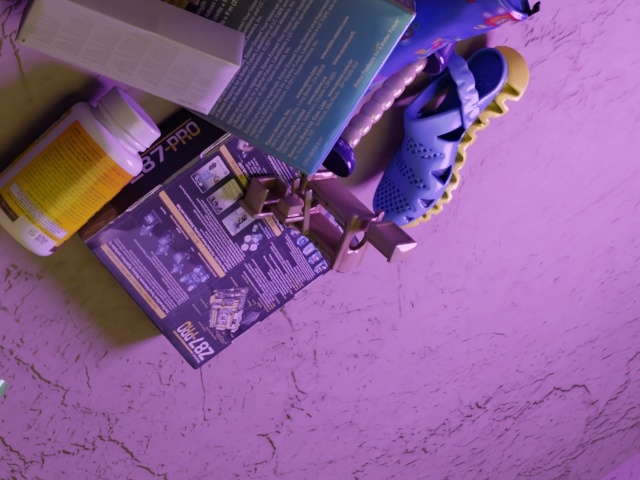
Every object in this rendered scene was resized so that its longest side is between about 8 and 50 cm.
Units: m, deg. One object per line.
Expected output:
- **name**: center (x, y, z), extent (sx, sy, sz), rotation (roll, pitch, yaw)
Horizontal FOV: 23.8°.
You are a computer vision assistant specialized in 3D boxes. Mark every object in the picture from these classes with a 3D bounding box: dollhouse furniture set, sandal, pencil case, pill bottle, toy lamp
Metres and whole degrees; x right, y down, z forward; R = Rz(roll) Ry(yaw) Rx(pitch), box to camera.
- **dollhouse furniture set**: center (0.000, 0.000, 2.026), extent (0.161, 0.182, 0.101), rotation (-8, 130, -42)
- **sandal**: center (0.163, -0.163, 2.220), extent (0.138, 0.126, 0.317), rotation (18, 108, -46)
- **pencil case**: center (0.125, -0.282, 1.944), extent (0.306, 0.119, 0.133), rotation (-24, 174, 31)
- **pill bottle**: center (-0.303, -0.089, 1.876), extent (0.215, 0.117, 0.117), rotation (-42, 144, 5)
- **toy lamp**: center (0.094, -0.208, 2.085), extent (0.274, 0.080, 0.080), rotation (-48, 148, -21)

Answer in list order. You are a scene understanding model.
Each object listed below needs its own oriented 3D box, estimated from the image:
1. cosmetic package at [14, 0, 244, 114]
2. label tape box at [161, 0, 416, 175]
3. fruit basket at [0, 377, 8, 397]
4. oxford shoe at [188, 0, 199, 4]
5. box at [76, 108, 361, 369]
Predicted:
- **cosmetic package**: center (-0.215, -0.231, 1.725), extent (0.239, 0.060, 0.099), rotation (20, 139, -19)
- **label tape box**: center (-0.095, -0.271, 1.834), extent (0.348, 0.115, 0.249), rotation (29, 113, -11)
- **fruit basket**: center (-0.553, 0.101, 1.769), extent (0.283, 0.392, 0.392), rotation (-8, 168, 42)
- **oxford shoe**: center (-0.142, -0.363, 1.676), extent (0.076, 0.076, 0.212), rotation (18, 123, -5)
- **box**: center (-0.140, -0.020, 2.116), extent (0.318, 0.097, 0.395), rotation (-39, 145, -5)
